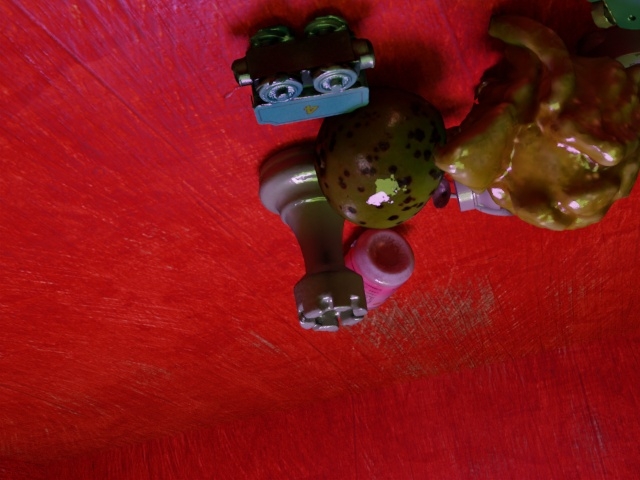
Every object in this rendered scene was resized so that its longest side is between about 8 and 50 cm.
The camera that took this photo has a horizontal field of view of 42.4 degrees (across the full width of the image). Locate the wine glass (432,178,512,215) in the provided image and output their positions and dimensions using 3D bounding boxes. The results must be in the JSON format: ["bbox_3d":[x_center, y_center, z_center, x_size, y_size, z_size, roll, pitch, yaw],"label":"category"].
[{"bbox_3d":[0.322,-0.084,1.676,0.198,0.066,0.066,5,152,-29],"label":"wine glass"}]

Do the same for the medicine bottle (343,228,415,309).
[{"bbox_3d":[0.105,0.078,1.855,0.147,0.147,0.247,0,154,-21],"label":"medicine bottle"}]

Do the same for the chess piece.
[{"bbox_3d":[0.000,0.000,1.449,0.194,0.299,0.195,-8,156,-3],"label":"chess piece"}]

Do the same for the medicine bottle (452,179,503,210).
[{"bbox_3d":[0.366,-0.132,1.502,0.250,0.131,0.131,-14,156,8],"label":"medicine bottle"}]

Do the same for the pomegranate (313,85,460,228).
[{"bbox_3d":[0.123,-0.153,1.314,0.285,0.231,0.231,-33,164,-23],"label":"pomegranate"}]

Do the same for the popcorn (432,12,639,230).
[{"bbox_3d":[0.337,-0.176,1.203,0.289,0.326,0.321,-6,-167,25],"label":"popcorn"}]

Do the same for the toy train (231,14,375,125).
[{"bbox_3d":[-0.022,-0.235,1.169,0.197,0.107,0.154,-10,163,1],"label":"toy train"}]

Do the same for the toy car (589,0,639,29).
[{"bbox_3d":[0.411,-0.364,1.093,0.126,0.098,0.161,-4,138,50],"label":"toy car"}]

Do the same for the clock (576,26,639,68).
[{"bbox_3d":[0.455,-0.275,1.319,0.110,0.050,0.153,-7,156,-6],"label":"clock"}]
